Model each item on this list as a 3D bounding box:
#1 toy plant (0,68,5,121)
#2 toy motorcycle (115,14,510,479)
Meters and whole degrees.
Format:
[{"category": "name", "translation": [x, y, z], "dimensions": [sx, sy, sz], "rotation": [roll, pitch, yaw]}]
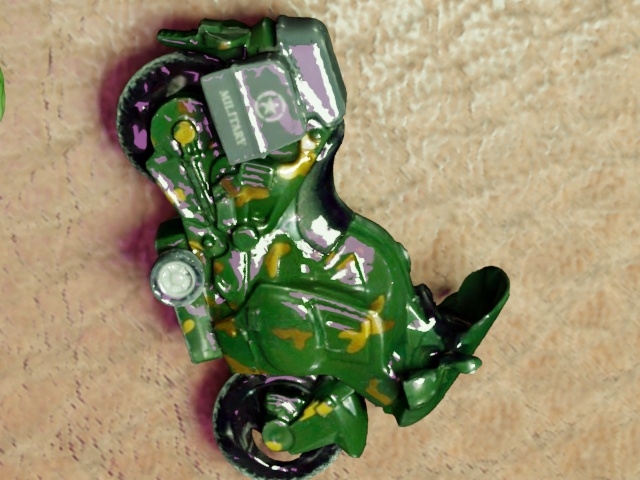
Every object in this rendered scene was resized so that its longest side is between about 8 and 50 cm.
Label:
[{"category": "toy plant", "translation": [-0.262, -0.217, 0.893], "dimensions": [0.317, 0.211, 0.356], "rotation": [-4, 95, -49]}, {"category": "toy motorcycle", "translation": [0.000, 0.000, 1.042], "dimensions": [0.187, 0.125, 0.274], "rotation": [-16, 108, 5]}]
